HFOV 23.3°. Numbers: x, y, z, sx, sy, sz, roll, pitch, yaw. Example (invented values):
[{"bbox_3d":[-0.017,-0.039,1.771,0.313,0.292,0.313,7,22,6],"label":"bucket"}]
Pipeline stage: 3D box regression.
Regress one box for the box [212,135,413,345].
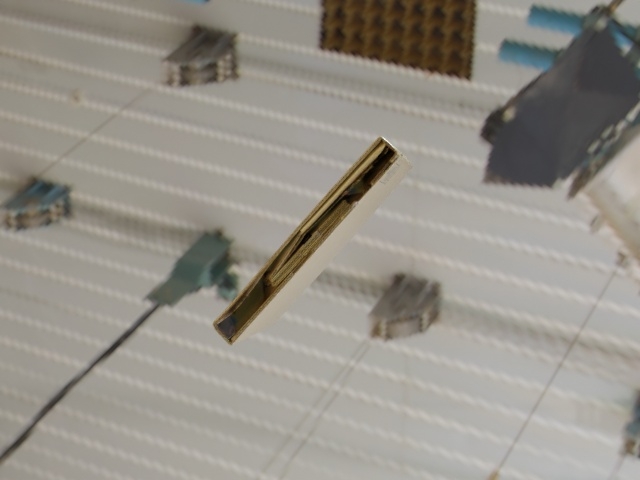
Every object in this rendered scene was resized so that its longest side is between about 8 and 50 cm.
[{"bbox_3d":[0.000,0.000,1.069,0.021,0.201,0.164,42,-86,3],"label":"box"}]
